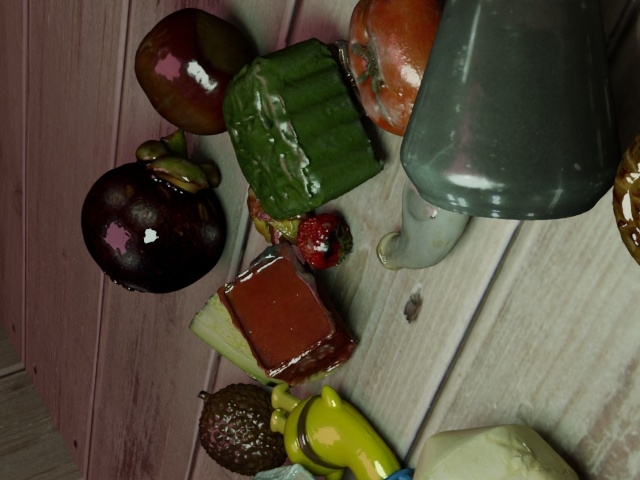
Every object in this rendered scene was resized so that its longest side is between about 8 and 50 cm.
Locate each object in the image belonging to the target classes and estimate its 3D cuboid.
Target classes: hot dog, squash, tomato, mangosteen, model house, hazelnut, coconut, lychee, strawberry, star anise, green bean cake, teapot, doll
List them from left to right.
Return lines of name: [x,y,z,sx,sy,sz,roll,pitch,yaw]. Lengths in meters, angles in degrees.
mangosteen: [-0.333,-0.062,1.971,0.307,0.307,0.346,32,99,46]
hazelnut: [-0.221,-0.298,1.728,0.229,0.230,0.229,31,130,47]
lychee: [-0.166,0.393,2.005,0.238,0.200,0.200,39,137,20]
squash: [-0.141,0.206,1.910,0.237,0.204,0.155,136,135,-55]
hot dog: [-0.079,-0.085,1.715,0.146,0.103,0.213,1,105,57]
green bean cake: [-0.044,-0.173,1.530,0.249,0.156,0.247,65,158,-5]
model house: [-0.047,0.145,1.700,0.196,0.160,0.254,57,-179,22]
strawberry: [0.000,-0.001,1.632,0.106,0.106,0.106,31,130,47]
doll: [0.032,0.371,1.735,0.363,0.145,0.199,22,120,43]
star anise: [0.048,-0.256,1.487,0.141,0.042,0.141,47,153,34]
tomato: [0.100,-0.254,1.301,0.237,0.095,0.236,171,90,-76]
coconut: [0.236,0.373,1.338,0.259,0.259,0.259,31,130,47]
teapot: [0.223,-0.219,1.092,0.300,0.253,0.343,-110,21,-71]

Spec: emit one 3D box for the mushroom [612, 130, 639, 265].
mushroom: [0.413,-0.031,0.951,0.253,0.153,0.253,26,129,37]

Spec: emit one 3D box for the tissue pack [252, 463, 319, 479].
tissue pack: [0.001,0.561,1.768,0.311,0.128,0.228,41,153,-5]

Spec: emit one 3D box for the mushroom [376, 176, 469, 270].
mushroom: [0.152,-0.023,1.397,0.118,0.103,0.270,55,150,25]
